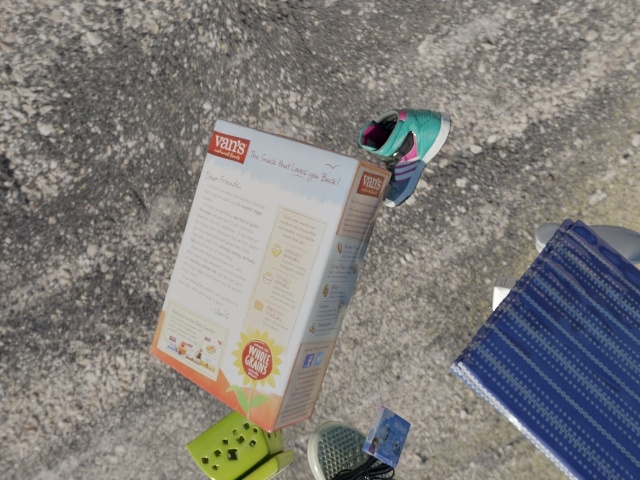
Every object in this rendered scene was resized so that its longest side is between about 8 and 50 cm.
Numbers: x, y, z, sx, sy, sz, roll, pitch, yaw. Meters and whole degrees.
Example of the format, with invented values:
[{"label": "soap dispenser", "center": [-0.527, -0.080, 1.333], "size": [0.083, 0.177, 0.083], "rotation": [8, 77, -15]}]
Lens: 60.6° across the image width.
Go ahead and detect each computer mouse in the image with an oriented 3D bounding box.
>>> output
[{"label": "computer mouse", "center": [0.139, 0.588, 1.133], "size": [0.188, 0.072, 0.272], "rotation": [-22, 83, -27]}]

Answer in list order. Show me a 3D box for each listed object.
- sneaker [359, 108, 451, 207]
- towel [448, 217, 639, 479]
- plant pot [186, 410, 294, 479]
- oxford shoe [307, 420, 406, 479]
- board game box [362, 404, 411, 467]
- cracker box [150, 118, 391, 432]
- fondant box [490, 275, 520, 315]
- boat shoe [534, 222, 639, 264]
[{"label": "sneaker", "center": [0.169, -0.206, 1.336], "size": [0.178, 0.124, 0.295], "rotation": [13, 135, -16]}, {"label": "towel", "center": [0.338, 0.134, 0.690], "size": [0.243, 0.336, 0.040], "rotation": [43, 147, 12]}, {"label": "plant pot", "center": [-0.216, 0.617, 1.606], "size": [0.228, 0.207, 0.227], "rotation": [-37, 161, 0]}, {"label": "oxford shoe", "center": [0.087, 0.572, 1.327], "size": [0.449, 0.130, 0.169], "rotation": [50, 63, -35]}, {"label": "board game box", "center": [0.130, 0.379, 1.061], "size": [0.090, 0.020, 0.090], "rotation": [40, 62, -31]}, {"label": "cracker box", "center": [-0.050, 0.024, 0.488], "size": [0.067, 0.155, 0.232], "rotation": [6, 104, -57]}, {"label": "fondant box", "center": [0.688, 0.257, 1.664], "size": [0.330, 0.096, 0.238], "rotation": [9, 113, 23]}, {"label": "boat shoe", "center": [0.676, 0.021, 1.368], "size": [0.267, 0.096, 0.088], "rotation": [5, 151, 23]}]
